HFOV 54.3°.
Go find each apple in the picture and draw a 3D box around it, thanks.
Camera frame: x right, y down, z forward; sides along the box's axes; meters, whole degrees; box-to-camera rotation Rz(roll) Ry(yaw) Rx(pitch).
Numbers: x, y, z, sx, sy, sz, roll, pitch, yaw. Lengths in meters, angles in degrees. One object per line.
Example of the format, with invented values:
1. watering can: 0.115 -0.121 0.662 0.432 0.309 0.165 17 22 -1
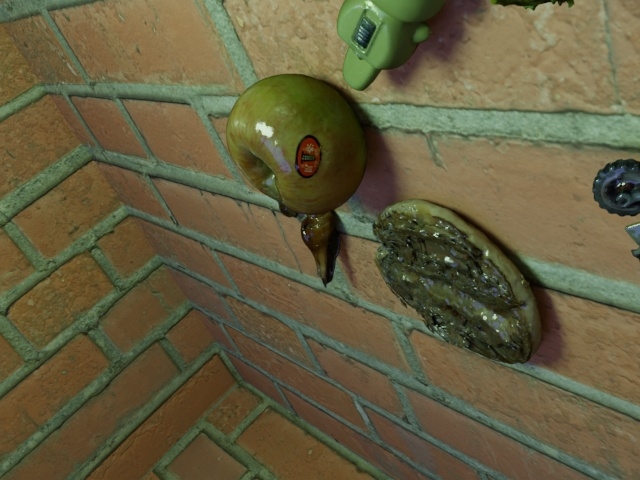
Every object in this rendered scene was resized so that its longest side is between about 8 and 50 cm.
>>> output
1. apple: -0.040 -0.169 1.099 0.261 0.194 0.261 38 156 20

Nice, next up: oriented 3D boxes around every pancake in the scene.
1. pancake: 0.238 0.076 1.161 0.382 0.071 0.382 38 155 22

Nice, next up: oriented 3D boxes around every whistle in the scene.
1. whistle: 0.088 -0.295 0.809 0.131 0.106 0.288 42 154 5

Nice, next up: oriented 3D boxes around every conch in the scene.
1. conch: -0.002 -0.005 1.405 0.080 0.086 0.233 31 149 31

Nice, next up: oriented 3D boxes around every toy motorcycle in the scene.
1. toy motorcycle: 0.418 -0.019 0.690 0.229 0.094 0.130 41 135 -8

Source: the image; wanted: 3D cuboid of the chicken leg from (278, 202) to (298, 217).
1. chicken leg: -0.091 -0.121 1.416 0.085 0.069 0.198 6 145 22

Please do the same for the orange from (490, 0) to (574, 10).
1. orange: 0.186 -0.326 0.475 0.300 0.223 0.301 57 158 16
